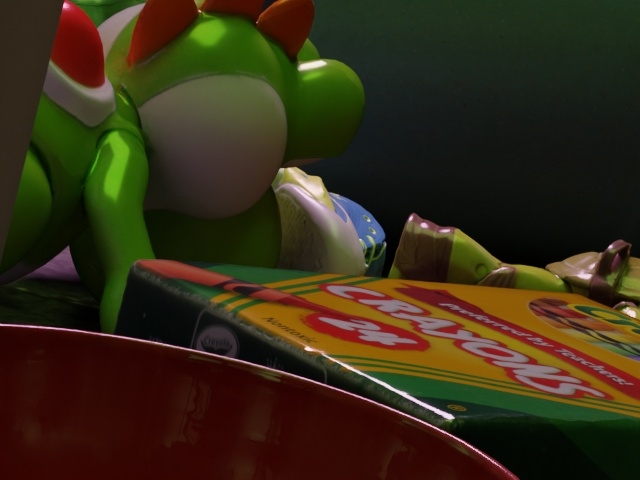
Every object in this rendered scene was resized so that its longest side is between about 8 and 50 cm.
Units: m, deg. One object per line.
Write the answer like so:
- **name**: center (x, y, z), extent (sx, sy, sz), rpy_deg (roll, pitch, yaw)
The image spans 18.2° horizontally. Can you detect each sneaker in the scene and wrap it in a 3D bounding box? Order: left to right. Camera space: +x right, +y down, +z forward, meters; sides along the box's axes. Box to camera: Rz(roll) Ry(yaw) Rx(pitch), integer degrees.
- **sneaker**: center (0.000, 0.000, 1.150), extent (0.126, 0.091, 0.240), rpy_deg (10, 9, -25)

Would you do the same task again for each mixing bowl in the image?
- **mixing bowl**: center (-0.044, 0.093, 0.503), extent (0.181, 0.098, 0.181), rpy_deg (14, 9, -2)

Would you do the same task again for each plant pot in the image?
- **plant pot**: center (0.118, -0.125, 1.445), extent (0.334, 0.341, 0.341), rpy_deg (2, 11, -12)

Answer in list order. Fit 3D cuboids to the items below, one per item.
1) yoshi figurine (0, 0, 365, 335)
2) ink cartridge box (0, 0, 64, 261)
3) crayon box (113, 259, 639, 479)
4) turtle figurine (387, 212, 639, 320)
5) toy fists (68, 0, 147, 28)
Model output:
- **yoshi figurine**: center (-0.129, -0.009, 0.935), extent (0.362, 0.204, 0.203), rpy_deg (-13, -11, -42)
- **ink cartridge box**: center (-0.292, -0.074, 0.619), extent (0.395, 0.270, 0.151), rpy_deg (16, 4, 16)
- **crayon box**: center (0.094, 0.080, 0.833), extent (0.318, 0.081, 0.202), rpy_deg (6, 11, -40)
- **turtle figurine**: center (0.149, 0.039, 1.130), extent (0.217, 0.087, 0.269), rpy_deg (15, 9, 11)
- **toy fists**: center (-0.165, -0.075, 1.126), extent (0.279, 0.096, 0.142), rpy_deg (-11, -15, 20)
